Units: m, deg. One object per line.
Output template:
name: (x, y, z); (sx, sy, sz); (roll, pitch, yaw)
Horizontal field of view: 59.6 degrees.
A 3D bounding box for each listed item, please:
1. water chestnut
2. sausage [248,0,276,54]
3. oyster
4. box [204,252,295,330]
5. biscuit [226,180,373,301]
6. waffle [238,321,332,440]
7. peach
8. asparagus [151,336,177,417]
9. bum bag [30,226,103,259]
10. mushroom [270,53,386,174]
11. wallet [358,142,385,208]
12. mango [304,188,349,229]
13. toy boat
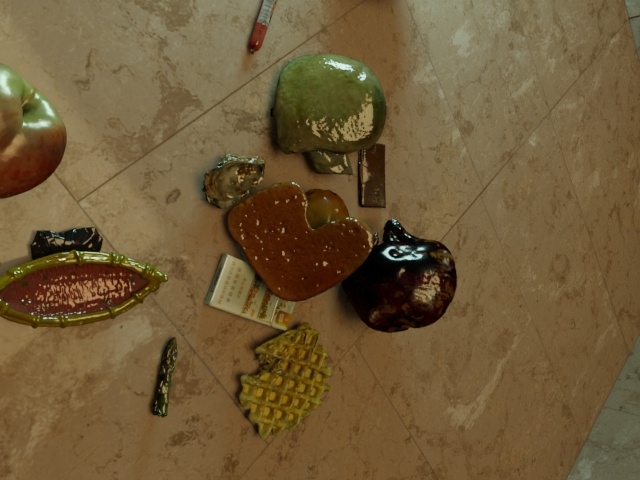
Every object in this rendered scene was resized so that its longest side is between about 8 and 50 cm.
water chestnut: (0.202, 0.097, 1.429); (0.289, 0.289, 0.244); (-43, 113, -29)
sausage: (-0.120, -0.538, 1.279); (0.034, 0.034, 0.253); (24, 78, -37)
oyster: (-0.187, -0.142, 1.233); (0.177, 0.056, 0.105); (-39, 127, -30)
box: (-0.150, 0.123, 1.289); (0.220, 0.032, 0.122); (26, 77, -37)
biscuit: (-0.043, -0.013, 1.250); (0.262, 0.052, 0.277); (-37, 93, 3)
waffle: (-0.079, 0.337, 1.342); (0.261, 0.056, 0.249); (-25, 112, -38)
peach: (-0.534, -0.164, 0.879); (0.233, 0.233, 0.232); (-2, 94, -39)
asparagus: (-0.319, 0.281, 1.157); (0.030, 0.036, 0.165); (17, 81, -46)
bum bag: (-0.464, 0.005, 1.027); (0.124, 0.034, 0.057); (-10, 113, -38)
mushroom: (0.019, -0.302, 1.309); (0.217, 0.212, 0.291); (1, 98, -47)
wallet: (0.143, -0.176, 1.516); (0.095, 0.026, 0.176); (0, 92, -37)
mango: (0.000, 0.000, 1.348); (0.156, 0.151, 0.248); (0, 100, -8)
toy boat: (-0.441, 0.087, 1.013); (0.318, 0.099, 0.140); (-5, 99, -42)
